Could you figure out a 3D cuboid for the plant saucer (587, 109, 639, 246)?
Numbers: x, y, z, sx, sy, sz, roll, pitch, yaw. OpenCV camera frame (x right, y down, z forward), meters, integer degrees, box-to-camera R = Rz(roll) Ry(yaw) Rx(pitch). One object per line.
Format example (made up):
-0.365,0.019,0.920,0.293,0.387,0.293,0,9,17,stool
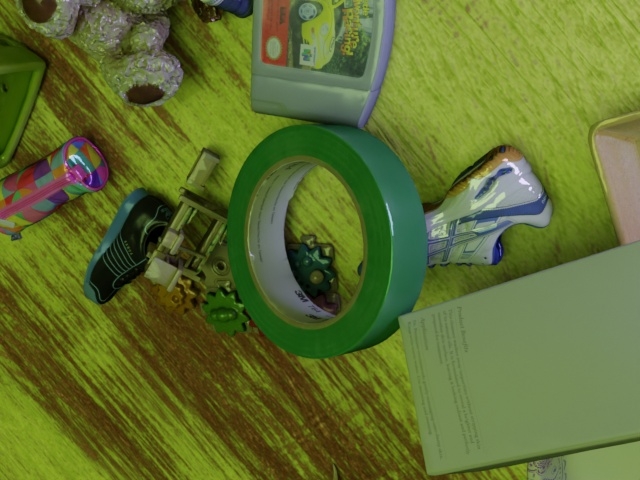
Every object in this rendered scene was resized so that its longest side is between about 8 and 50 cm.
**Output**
0.534,-0.038,1.085,0.332,0.081,0.333,-14,104,27,plant saucer

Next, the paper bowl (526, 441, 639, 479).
0.433,0.299,1.216,0.284,0.148,0.284,8,112,21,paper bowl

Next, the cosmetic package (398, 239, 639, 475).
0.305,0.147,1.081,0.385,0.156,0.217,-19,70,32,cosmetic package

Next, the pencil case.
-0.460,-0.084,1.476,0.236,0.104,0.104,-26,98,28,pencil case

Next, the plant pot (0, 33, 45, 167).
-0.613,-0.239,1.416,0.207,0.227,0.228,39,120,13,plant pot

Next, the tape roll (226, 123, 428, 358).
0.000,0.000,1.238,0.321,0.077,0.321,6,99,45,tape roll

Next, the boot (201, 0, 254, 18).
-0.134,-0.404,1.239,0.069,0.086,0.190,-8,78,33,boot

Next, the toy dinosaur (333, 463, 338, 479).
0.024,0.476,1.511,0.092,0.053,0.183,22,117,15,toy dinosaur

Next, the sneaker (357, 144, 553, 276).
0.181,0.001,1.232,0.296,0.112,0.131,-37,98,32,sneaker

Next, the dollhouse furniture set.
-0.172,-0.022,1.329,0.101,0.161,0.182,28,101,-15,dollhouse furniture set

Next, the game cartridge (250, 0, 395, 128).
0.003,-0.305,1.223,0.196,0.060,0.294,10,113,15,game cartridge

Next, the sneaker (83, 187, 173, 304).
-0.311,0.029,1.464,0.090,0.081,0.232,38,118,14,sneaker

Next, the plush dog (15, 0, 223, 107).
-0.267,-0.357,1.270,0.225,0.211,0.262,-42,119,16,plush dog

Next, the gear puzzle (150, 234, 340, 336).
-0.132,0.078,1.429,0.338,0.044,0.176,1,110,23,gear puzzle
